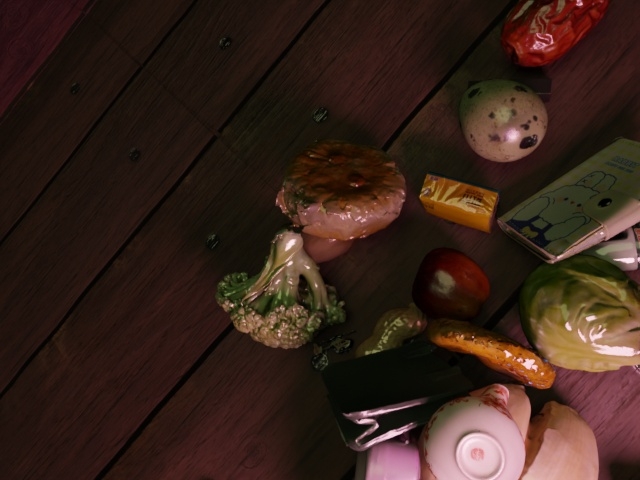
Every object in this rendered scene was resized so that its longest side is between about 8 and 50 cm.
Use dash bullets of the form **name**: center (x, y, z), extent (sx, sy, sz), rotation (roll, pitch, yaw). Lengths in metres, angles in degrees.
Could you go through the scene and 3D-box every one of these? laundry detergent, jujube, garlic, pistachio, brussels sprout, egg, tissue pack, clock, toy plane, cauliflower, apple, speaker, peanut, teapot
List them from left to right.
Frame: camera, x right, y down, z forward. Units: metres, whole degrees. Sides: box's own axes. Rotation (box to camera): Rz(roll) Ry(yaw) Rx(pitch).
- **cauliflower**: center (-0.088, 0.121, 1.155), extent (0.327, 0.260, 0.280), rotation (17, 85, -8)
- **pistachio**: center (0.000, 0.000, 1.221), extent (0.186, 0.126, 0.108), rotation (-24, 26, 19)
- **toy plane**: center (0.037, 0.264, 1.169), extent (0.121, 0.031, 0.049), rotation (-23, 63, 14)
- **clock**: center (0.117, 0.530, 0.916), extent (0.114, 0.295, 0.321), rotation (7, 80, 8)
- **peanut**: center (0.162, 0.237, 1.093), extent (0.104, 0.085, 0.227), rotation (35, 90, 7)
- **apple**: center (0.293, 0.103, 1.042), extent (0.158, 0.147, 0.156), rotation (24, 65, 26)
- **tissue pack**: center (0.326, -0.087, 1.089), extent (0.169, 0.120, 0.082), rotation (21, 83, 26)
- **teapot**: center (0.246, 0.354, 0.771), extent (0.159, 0.116, 0.245), rotation (40, 92, 0)
- **egg**: center (0.411, -0.283, 1.077), extent (0.177, 0.177, 0.228), rotation (-39, 49, 9)
- **garlic**: center (0.352, 0.424, 0.891), extent (0.313, 0.249, 0.286), rotation (-49, 62, 15)
- **speaker**: center (0.464, -0.370, 1.150), extent (0.191, 0.040, 0.046), rotation (7, 77, 25)
- **jujube**: center (0.547, -0.524, 1.087), extent (0.250, 0.174, 0.174), rotation (-37, 65, 7)
- **brussels sprout**: center (0.513, 0.141, 0.906), extent (0.244, 0.244, 0.243), rotation (-6, 74, 22)
- **laundry detergent**: center (0.619, 0.015, 0.964), extent (0.226, 0.070, 0.099), rotation (-8, 82, 22)

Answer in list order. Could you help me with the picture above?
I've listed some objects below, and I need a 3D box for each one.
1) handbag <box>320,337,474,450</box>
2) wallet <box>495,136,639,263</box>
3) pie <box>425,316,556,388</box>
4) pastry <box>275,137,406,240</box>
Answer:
- **handbag**: center (0.145, 0.291, 0.926), extent (0.260, 0.247, 0.079), rotation (-15, 98, -9)
- **wallet**: center (0.551, -0.082, 0.957), extent (0.310, 0.077, 0.223), rotation (-35, 28, 7)
- **pie**: center (0.337, 0.219, 0.919), extent (0.274, 0.273, 0.069), rotation (22, 84, 27)
- **pastry**: center (0.058, -0.126, 1.154), extent (0.330, 0.136, 0.329), rotation (3, 47, -3)
